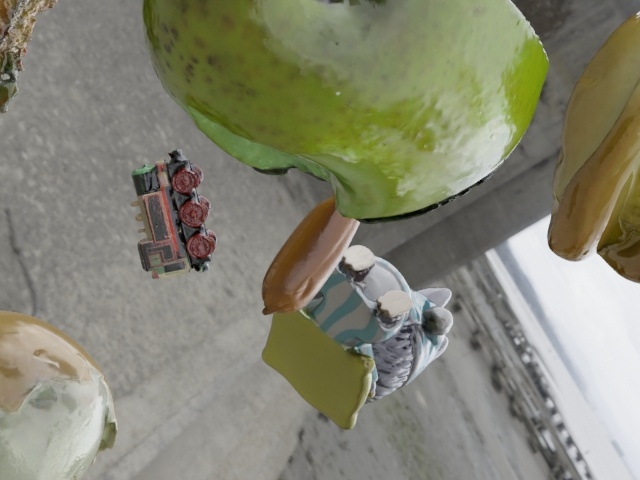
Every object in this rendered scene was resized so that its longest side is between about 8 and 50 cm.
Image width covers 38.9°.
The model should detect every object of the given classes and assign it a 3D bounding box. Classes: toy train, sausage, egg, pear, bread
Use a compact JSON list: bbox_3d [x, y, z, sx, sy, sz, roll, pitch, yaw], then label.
[{"bbox_3d":[-0.163,-0.028,0.993,0.050,0.087,0.138,-123,-159,-80],"label":"toy train"},{"bbox_3d":[0.000,0.000,0.890,0.054,0.183,0.062,33,-11,10],"label":"sausage"},{"bbox_3d":[-0.344,0.183,0.998,0.244,0.201,0.201,45,5,15],"label":"egg"},{"bbox_3d":[-0.004,-0.121,0.601,0.292,0.159,0.292,26,-3,1],"label":"pear"},{"bbox_3d":[0.371,-0.089,0.886,0.270,0.316,0.211,19,17,-31],"label":"bread"}]

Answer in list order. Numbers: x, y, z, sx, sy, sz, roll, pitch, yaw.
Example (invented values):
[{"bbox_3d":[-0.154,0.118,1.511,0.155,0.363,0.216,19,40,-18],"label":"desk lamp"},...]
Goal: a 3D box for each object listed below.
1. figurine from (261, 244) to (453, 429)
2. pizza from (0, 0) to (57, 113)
[{"bbox_3d":[0.121,0.124,1.689,0.377,0.361,0.266,-27,69,-43],"label":"figurine"},{"bbox_3d":[-0.288,-0.204,0.769,0.185,0.195,0.052,55,-3,1],"label":"pizza"}]
